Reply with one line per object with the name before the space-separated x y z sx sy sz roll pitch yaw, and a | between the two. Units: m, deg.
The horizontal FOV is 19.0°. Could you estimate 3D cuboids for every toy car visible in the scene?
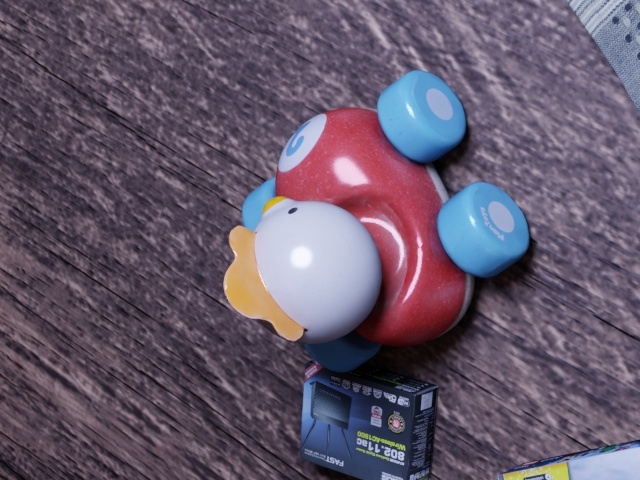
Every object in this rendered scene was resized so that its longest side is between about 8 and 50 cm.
toy car | 0.000 0.000 1.536 0.219 0.238 0.210 -35 77 37

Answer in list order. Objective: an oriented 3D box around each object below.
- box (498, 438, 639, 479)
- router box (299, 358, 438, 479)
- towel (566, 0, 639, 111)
box | 0.263 0.236 1.501 0.233 0.044 0.159 -17 89 39
router box | 0.041 0.158 1.665 0.122 0.038 0.092 14 108 36
towel | 0.325 -0.191 1.331 0.324 0.056 0.312 -45 66 39
